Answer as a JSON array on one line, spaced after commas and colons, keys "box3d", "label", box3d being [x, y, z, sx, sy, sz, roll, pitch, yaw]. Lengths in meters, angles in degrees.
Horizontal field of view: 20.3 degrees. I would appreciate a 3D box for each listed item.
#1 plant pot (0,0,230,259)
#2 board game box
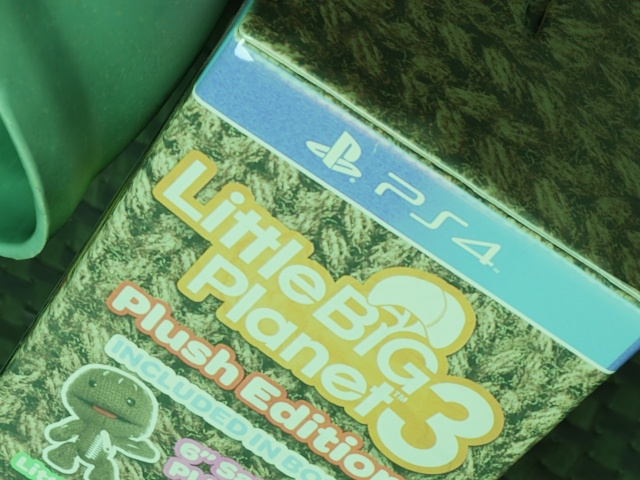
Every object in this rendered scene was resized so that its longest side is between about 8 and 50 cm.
[{"box3d": [-0.123, -0.167, 0.583, 0.293, 0.196, 0.293, 40, 161, 17], "label": "plant pot"}, {"box3d": [0.000, 0.000, 0.639, 0.141, 0.232, 0.291, 34, 131, -7], "label": "board game box"}]
